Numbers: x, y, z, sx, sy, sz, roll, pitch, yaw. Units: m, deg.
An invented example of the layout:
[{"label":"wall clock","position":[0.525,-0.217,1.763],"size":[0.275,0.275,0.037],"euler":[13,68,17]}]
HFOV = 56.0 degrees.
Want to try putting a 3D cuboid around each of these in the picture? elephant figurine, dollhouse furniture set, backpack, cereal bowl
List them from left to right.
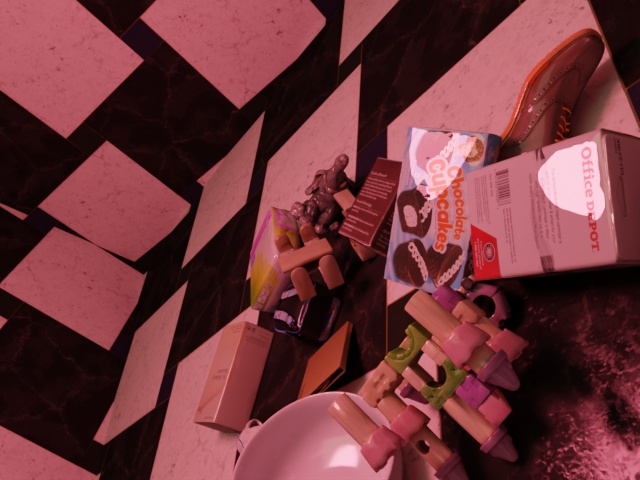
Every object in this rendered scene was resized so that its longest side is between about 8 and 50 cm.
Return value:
[{"label":"backpack","position":[-0.047,0.193,1.622],"size":[0.173,0.117,0.158],"euler":[-11,56,59]},{"label":"dollhouse furniture set","position":[0.000,0.000,1.541],"size":[0.242,0.161,0.212],"euler":[-24,28,-4]},{"label":"cereal bowl","position":[0.006,0.465,1.151],"size":[0.339,0.141,0.339],"euler":[-21,30,13]},{"label":"elephant figurine","position":[0.032,-0.142,1.771],"size":[0.186,0.169,0.239],"euler":[36,104,50]}]

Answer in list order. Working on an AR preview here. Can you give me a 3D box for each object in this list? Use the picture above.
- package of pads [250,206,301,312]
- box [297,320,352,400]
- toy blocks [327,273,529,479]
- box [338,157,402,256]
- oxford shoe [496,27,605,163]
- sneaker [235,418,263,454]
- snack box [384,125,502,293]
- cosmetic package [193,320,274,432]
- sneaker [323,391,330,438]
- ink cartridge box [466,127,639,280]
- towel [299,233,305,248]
[{"label":"package of pads","position":[-0.146,0.054,1.933],"size":[0.296,0.101,0.229],"euler":[-101,32,-52]},{"label":"box","position":[0.012,0.298,1.439],"size":[0.164,0.021,0.201],"euler":[-48,8,22]},{"label":"toy blocks","position":[0.233,0.245,0.981],"size":[0.260,0.309,0.289],"euler":[41,110,22]},{"label":"box","position":[0.182,-0.057,1.374],"size":[0.203,0.168,0.167],"euler":[-62,25,0]},{"label":"oxford shoe","position":[0.435,-0.218,1.141],"size":[0.364,0.130,0.133],"euler":[-61,41,19]},{"label":"sneaker","position":[-0.152,0.519,1.524],"size":[0.258,0.094,0.091],"euler":[5,74,64]},{"label":"snack box","position":[0.237,-0.058,1.197],"size":[0.187,0.060,0.322],"euler":[16,102,43]},{"label":"cosmetic package","position":[-0.260,0.413,1.819],"size":[0.160,0.113,0.309],"euler":[-25,43,52]},{"label":"sneaker","position":[-0.021,0.458,1.348],"size":[0.222,0.083,0.118],"euler":[-58,24,6]},{"label":"ink cartridge box","position":[0.379,-0.043,0.974],"size":[0.273,0.114,0.197],"euler":[-15,75,58]},{"label":"towel","position":[-0.049,0.006,1.918],"size":[0.067,0.029,0.119],"euler":[-37,36,50]}]
